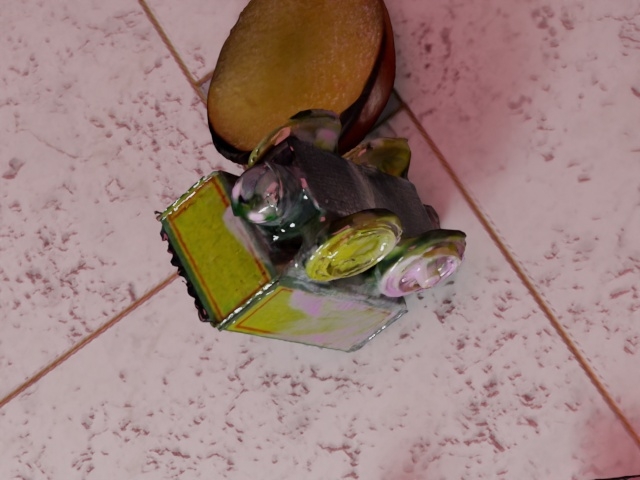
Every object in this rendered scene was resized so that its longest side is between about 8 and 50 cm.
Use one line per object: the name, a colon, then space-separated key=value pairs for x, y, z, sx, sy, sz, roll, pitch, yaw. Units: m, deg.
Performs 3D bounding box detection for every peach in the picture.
peach: x=-0.011 y=-0.155 z=1.499 sx=0.189 sy=0.068 sz=0.279 roll=-14 pitch=49 yaw=25

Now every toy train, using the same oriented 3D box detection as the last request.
toy train: x=0.000 y=0.000 z=1.351 sx=0.177 sy=0.261 sz=0.134 roll=-40 pitch=62 yaw=20

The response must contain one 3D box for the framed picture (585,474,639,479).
framed picture: x=0.313 y=0.336 z=1.238 sx=0.265 sy=0.016 sz=0.347 roll=-8 pitch=71 yaw=13
